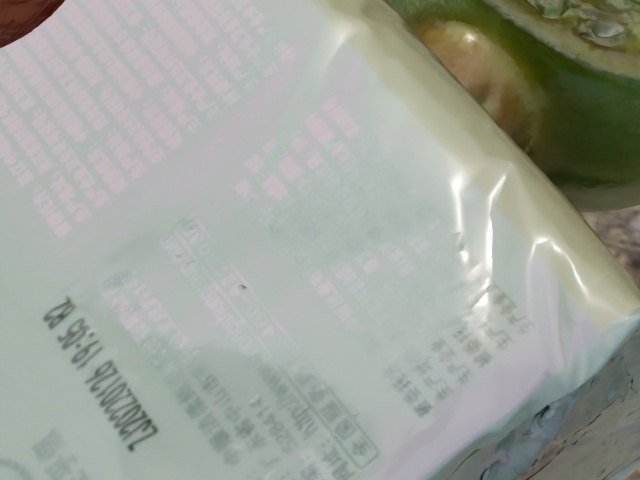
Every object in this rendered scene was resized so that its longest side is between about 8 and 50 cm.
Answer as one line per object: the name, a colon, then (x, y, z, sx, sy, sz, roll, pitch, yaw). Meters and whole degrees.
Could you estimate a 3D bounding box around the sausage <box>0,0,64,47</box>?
sausage: (-0.115, -0.069, 0.316, 0.074, 0.274, 0.074, 1, 92, 24)

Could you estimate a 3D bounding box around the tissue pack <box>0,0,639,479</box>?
tissue pack: (-0.076, 0.018, 0.879, 0.332, 0.205, 0.405, -40, 63, 2)

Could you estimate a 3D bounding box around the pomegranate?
pomegranate: (0.127, -0.121, 1.167, 0.310, 0.216, 0.358, 36, 63, 8)
